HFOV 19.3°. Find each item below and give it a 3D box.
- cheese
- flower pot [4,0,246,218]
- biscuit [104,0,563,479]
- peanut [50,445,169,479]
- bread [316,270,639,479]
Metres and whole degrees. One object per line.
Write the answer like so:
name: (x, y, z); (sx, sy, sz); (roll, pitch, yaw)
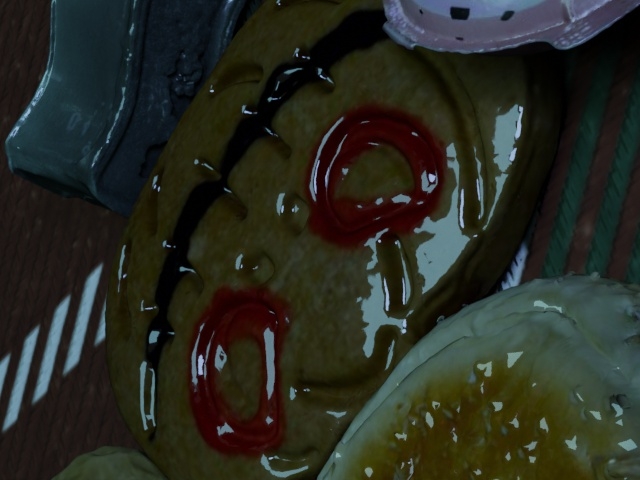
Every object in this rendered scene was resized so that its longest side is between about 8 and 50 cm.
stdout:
cheese: (0.103, -0.183, 1.054); (0.189, 0.074, 0.286); (-31, 38, 0)
flower pot: (-0.126, -0.129, 1.290); (0.108, 0.103, 0.229); (22, 96, 47)
biscuit: (-0.001, 0.000, 1.137); (0.367, 0.063, 0.314); (-56, 45, 16)
peanut: (-0.150, 0.240, 1.219); (0.233, 0.110, 0.196); (-34, 65, 38)
bread: (0.121, 0.169, 0.902); (0.305, 0.159, 0.305); (-20, 63, 46)
